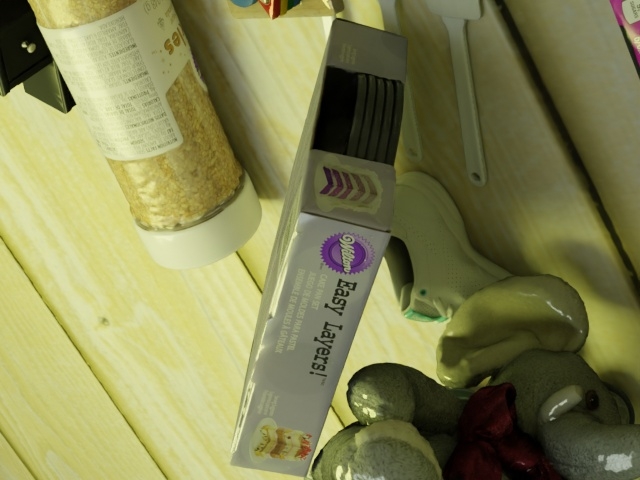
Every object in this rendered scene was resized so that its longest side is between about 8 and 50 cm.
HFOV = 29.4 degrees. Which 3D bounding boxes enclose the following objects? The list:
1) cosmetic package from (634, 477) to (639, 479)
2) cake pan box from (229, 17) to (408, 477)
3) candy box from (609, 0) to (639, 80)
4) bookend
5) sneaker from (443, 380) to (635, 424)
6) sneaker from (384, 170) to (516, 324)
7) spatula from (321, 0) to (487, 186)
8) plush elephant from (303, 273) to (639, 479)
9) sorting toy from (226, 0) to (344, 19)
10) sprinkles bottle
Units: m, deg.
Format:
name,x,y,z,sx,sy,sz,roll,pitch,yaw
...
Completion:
name,x,y,z,sx,sy,sz,roll,pitch,yaw
cosmetic package,0.263,0.328,1.120,0.224,0.138,0.225,10,134,42
cake pan box,0.000,0.000,0.910,0.070,0.246,0.267,12,129,-5
candy box,0.287,-0.107,0.659,0.233,0.071,0.159,-19,93,53
bookend,-0.270,-0.178,1.159,0.072,0.157,0.156,28,142,26
sneaker,0.169,0.165,1.109,0.226,0.163,0.086,-18,92,12
sneaker,0.111,0.048,1.033,0.212,0.094,0.080,49,145,-4
spatula,0.057,-0.154,0.953,0.168,0.019,0.242,15,137,31
plush elephant,0.140,0.176,0.914,0.272,0.255,0.330,63,170,-10
sorting toy,-0.053,-0.228,0.934,0.274,0.046,0.132,11,128,49
sprinkles bottle,-0.166,-0.142,1.101,0.121,0.121,0.355,12,136,41
